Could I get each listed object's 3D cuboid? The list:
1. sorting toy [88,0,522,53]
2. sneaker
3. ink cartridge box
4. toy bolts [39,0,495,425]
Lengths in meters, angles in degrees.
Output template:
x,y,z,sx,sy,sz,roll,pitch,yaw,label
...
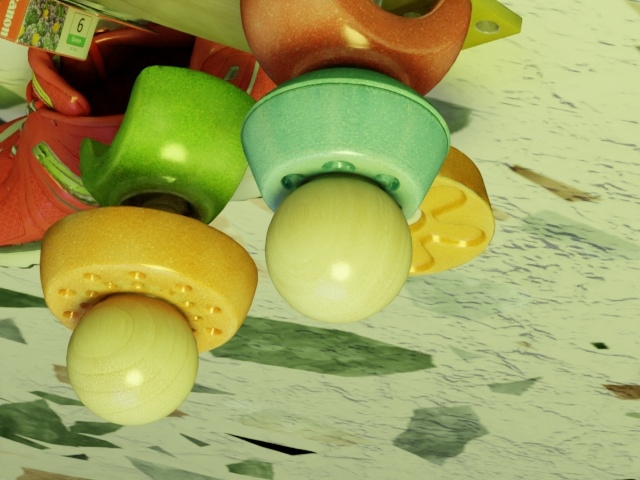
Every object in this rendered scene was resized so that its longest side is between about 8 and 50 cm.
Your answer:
x,y,z,sx,sy,sz,roll,pitch,yaw,label
-0.045,-0.140,0.829,0.274,0.046,0.132,17,158,-16,sorting toy
-0.124,-0.070,0.999,0.279,0.107,0.118,-19,139,34,sneaker
-0.143,-0.110,0.907,0.115,0.029,0.063,21,-174,25,ink cartridge box
0.000,0.000,0.831,0.218,0.158,0.228,17,147,-20,toy bolts
